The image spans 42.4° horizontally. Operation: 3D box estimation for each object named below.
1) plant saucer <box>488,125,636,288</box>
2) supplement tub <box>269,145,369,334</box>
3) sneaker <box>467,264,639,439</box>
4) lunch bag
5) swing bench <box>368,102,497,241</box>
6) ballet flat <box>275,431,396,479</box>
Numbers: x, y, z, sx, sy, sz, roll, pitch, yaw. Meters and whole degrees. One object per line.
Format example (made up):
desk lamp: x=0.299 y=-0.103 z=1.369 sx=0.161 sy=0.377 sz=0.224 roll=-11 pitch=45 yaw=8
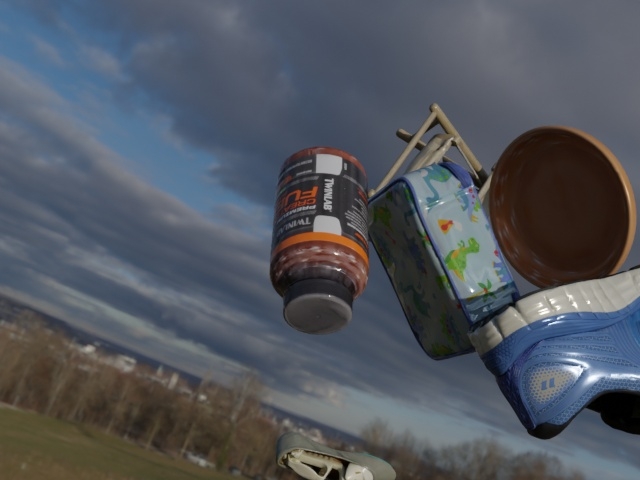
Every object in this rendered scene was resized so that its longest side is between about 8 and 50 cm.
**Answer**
plant saucer: x=0.286 y=-0.037 z=0.974 sx=0.037 sy=0.200 sz=0.200 roll=-13 pitch=11 yaw=-36
supplement tub: x=0.000 y=0.000 z=0.879 sx=0.105 sy=0.198 sz=0.106 roll=1 pitch=-41 yaw=1
sneaker: x=0.298 y=0.102 z=0.769 sx=0.329 sy=0.147 sz=0.130 roll=-13 pitch=-15 yaw=-21
lunch bag: x=0.138 y=0.026 z=0.967 sx=0.090 sy=0.219 sz=0.176 roll=-21 pitch=-7 yaw=-21
swing bench: x=0.213 y=-0.074 z=1.596 sx=0.254 sy=0.253 sz=0.165 roll=41 pitch=-24 yaw=-9
ballet flat: x=0.023 y=0.387 z=1.387 sx=0.213 sy=0.072 sz=0.068 roll=20 pitch=29 yaw=-3
